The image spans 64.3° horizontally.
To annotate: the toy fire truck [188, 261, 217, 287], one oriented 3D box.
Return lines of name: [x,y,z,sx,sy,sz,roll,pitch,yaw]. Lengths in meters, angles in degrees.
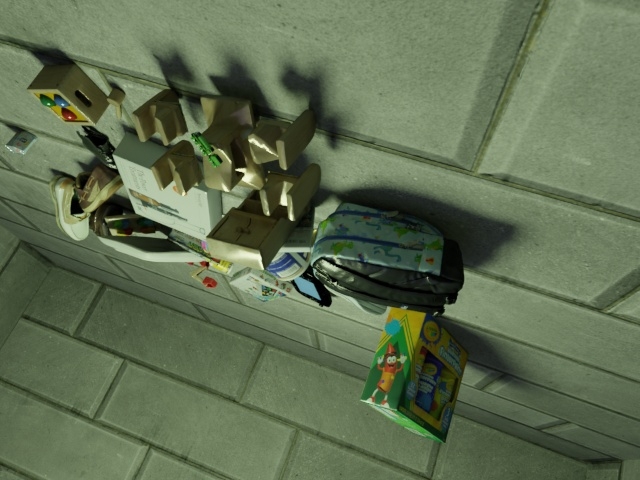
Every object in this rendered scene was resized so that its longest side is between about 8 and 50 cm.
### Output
toy fire truck: [-0.511,0.118,2.171,0.192,0.135,0.047,13,156,21]

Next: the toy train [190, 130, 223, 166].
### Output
toy train: [-0.227,-0.182,1.016,0.023,0.017,0.083,-22,116,32]

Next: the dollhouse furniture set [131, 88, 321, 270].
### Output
dollhouse furniture set: [-0.166,-0.168,1.200,0.362,0.256,0.394,13,135,20]

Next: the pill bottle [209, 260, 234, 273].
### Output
pill bottle: [-0.419,0.086,2.106,0.116,0.065,0.065,29,157,-16]

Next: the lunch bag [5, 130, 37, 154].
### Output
lunch bag: [-1.000,-0.328,1.708,0.083,0.071,0.053,13,152,27]

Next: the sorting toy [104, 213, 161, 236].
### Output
sorting toy: [-0.727,-0.058,1.990,0.192,0.038,0.208,-6,165,-15]

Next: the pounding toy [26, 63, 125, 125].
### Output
pounding toy: [-0.583,-0.338,1.269,0.206,0.094,0.181,9,154,30]

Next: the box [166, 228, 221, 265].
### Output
box: [-0.442,-0.005,1.861,0.207,0.114,0.036,30,157,-16]

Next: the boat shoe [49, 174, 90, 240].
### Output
boat shoe: [-0.974,-0.113,2.013,0.103,0.113,0.302,20,137,18]

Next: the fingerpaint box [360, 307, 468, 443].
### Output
fingerpaint box: [0.376,0.512,1.926,0.163,0.371,0.445,3,150,40]

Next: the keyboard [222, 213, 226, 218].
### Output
keyboard: [-0.233,-0.034,1.733,0.256,0.014,0.072,20,158,4]

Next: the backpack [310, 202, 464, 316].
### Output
backpack: [0.152,0.049,1.298,0.355,0.274,0.290,-1,158,0]

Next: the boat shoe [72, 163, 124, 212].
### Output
boat shoe: [-0.794,-0.192,1.784,0.123,0.123,0.342,48,149,-21]

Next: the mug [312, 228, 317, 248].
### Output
mug: [0.003,0.000,1.552,0.062,0.078,0.064,-36,135,27]

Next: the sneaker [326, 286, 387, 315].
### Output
sneaker: [0.123,0.180,1.812,0.258,0.094,0.091,33,174,-15]

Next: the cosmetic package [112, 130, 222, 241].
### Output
cosmetic package: [-0.453,-0.146,1.570,0.284,0.098,0.377,20,156,0]

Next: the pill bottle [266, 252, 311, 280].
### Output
pill bottle: [-0.150,0.000,1.551,0.153,0.153,0.265,6,152,35]

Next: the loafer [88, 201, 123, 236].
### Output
loafer: [-0.911,-0.073,2.114,0.130,0.134,0.366,27,157,-13]

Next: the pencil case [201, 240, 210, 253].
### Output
pencil case: [-0.308,0.011,1.772,0.236,0.104,0.104,14,157,32]

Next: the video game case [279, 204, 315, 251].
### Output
video game case: [-0.113,-0.032,1.358,0.190,0.173,0.022,-1,132,5]

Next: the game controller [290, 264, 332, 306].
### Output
game controller: [-0.048,0.166,1.943,0.166,0.067,0.319,15,156,18]

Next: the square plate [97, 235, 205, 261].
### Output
square plate: [-0.614,0.034,1.956,0.344,0.049,0.347,12,-175,37]

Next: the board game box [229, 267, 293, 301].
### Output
board game box: [-0.264,0.191,2.213,0.193,0.053,0.305,31,156,-18]

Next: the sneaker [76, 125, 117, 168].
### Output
sneaker: [-0.655,-0.277,1.527,0.170,0.051,0.089,40,157,-29]
